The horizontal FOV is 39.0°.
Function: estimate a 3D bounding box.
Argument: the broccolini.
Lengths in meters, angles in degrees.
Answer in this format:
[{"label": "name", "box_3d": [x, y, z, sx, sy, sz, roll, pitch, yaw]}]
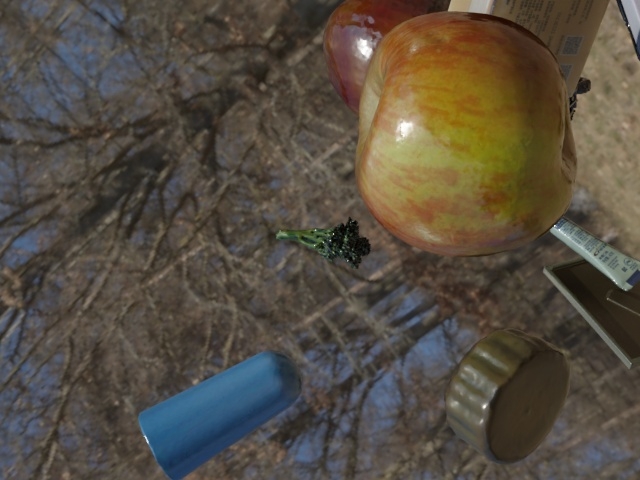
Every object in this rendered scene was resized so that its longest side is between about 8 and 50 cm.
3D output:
[{"label": "broccolini", "box_3d": [-0.009, 0.008, 1.284, 0.074, 0.201, 0.058, 50, -120, -23]}]

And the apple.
[{"label": "apple", "box_3d": [0.182, -0.123, 1.079, 0.301, 0.301, 0.301, 38, -152, -25]}]

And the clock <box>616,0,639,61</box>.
[{"label": "clock", "box_3d": [0.712, -0.446, 1.758, 0.253, 0.083, 0.186, -10, -104, -17]}]

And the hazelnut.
[{"label": "hazelnut", "box_3d": [0.190, -0.419, 2.167, 0.421, 0.421, 0.352, 32, -110, -33]}]

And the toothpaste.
[{"label": "toothpaste", "box_3d": [0.476, 0.010, 1.607, 0.216, 0.062, 0.037, 39, 168, 30]}]

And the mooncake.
[{"label": "mooncake", "box_3d": [0.406, 0.331, 1.981, 0.290, 0.290, 0.161, 22, -175, -45]}]

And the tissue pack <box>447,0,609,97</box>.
[{"label": "tissue pack", "box_3d": [0.320, -0.410, 1.438, 0.239, 0.305, 0.238, 10, -146, -7]}]

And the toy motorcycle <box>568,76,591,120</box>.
[{"label": "toy motorcycle", "box_3d": [0.407, -0.260, 1.626, 0.212, 0.118, 0.084, -39, -52, -49]}]

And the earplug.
[{"label": "earplug", "box_3d": [-0.155, 0.281, 1.529, 0.132, 0.273, 0.132, 60, 177, 6]}]

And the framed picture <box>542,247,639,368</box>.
[{"label": "framed picture", "box_3d": [0.558, 0.115, 1.663, 0.189, 0.023, 0.260, -13, -134, -25]}]
